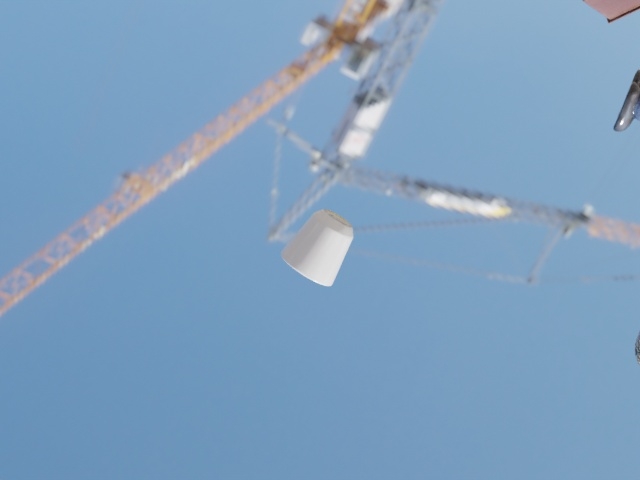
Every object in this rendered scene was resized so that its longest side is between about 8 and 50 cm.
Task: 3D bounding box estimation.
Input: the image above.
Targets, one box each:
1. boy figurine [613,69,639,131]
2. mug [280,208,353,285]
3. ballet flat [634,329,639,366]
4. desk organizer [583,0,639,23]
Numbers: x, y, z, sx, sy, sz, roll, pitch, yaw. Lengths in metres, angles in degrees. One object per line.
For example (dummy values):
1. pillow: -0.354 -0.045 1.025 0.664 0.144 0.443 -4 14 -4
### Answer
1. boy figurine: 0.587 -0.169 2.089 0.285 0.092 0.177 20 -149 8
2. mug: -0.002 0.000 1.449 0.062 0.064 0.078 23 -165 -35
3. ballet flat: 0.477 -0.027 1.586 0.164 0.182 0.483 47 -123 -14
4. desk organizer: 0.235 -0.198 0.943 0.050 0.130 0.047 14 -122 -55
